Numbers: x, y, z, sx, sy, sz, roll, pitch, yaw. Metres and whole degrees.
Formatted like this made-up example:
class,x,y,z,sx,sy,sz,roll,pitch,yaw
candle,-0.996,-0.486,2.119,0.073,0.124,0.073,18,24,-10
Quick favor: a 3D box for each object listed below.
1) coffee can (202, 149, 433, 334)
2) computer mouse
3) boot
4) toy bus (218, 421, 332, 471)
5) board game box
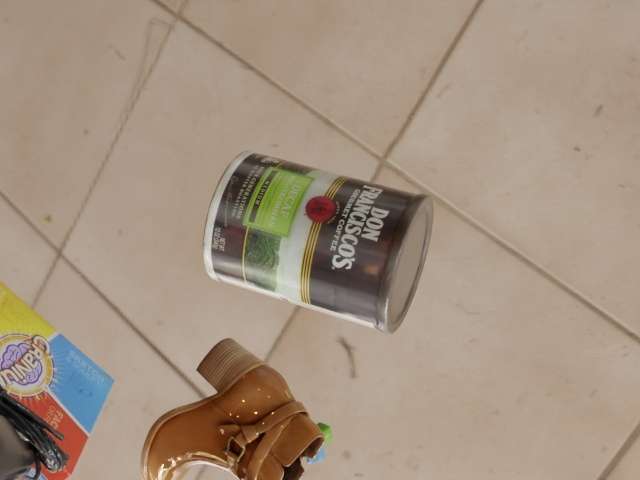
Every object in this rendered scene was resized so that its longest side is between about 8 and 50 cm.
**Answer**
class,x,y,z,sx,sy,sz,roll,pitch,yaw
coffee can,0.000,0.000,1.251,0.275,0.201,0.201,15,95,17
computer mouse,-0.290,0.146,0.687,0.188,0.272,0.072,39,95,-6
boot,-0.130,0.313,1.288,0.220,0.109,0.283,40,100,27
toy bus,-0.096,0.293,1.435,0.202,0.191,0.104,28,131,59
board game box,-0.466,0.187,1.281,0.064,0.242,0.316,-39,107,18
